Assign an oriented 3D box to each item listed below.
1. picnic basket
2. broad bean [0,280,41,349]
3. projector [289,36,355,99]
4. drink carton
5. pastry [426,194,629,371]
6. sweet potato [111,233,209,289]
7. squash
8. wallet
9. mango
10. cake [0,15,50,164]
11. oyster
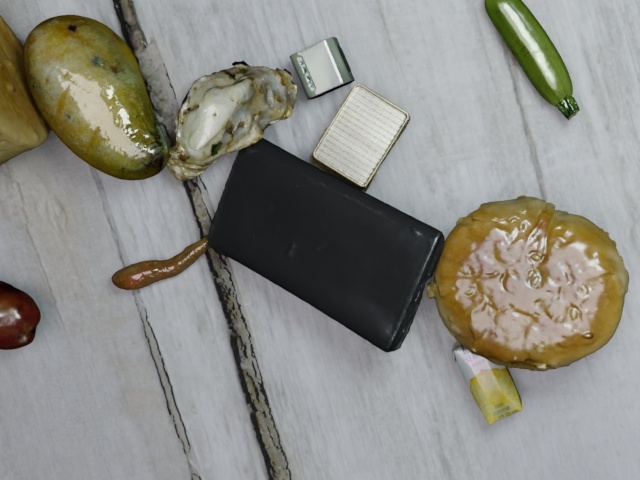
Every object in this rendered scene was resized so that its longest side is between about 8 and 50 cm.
[{"bbox_3d":[0.068,-0.175,1.825,0.115,0.079,0.164,32,90,3],"label":"picnic basket"},{"bbox_3d":[-0.628,0.130,1.971,0.229,0.156,0.122,14,97,1],"label":"broad bean"},{"bbox_3d":[0.003,-0.294,1.831,0.083,0.083,0.082,-22,95,12],"label":"projector"},{"bbox_3d":[0.278,0.214,1.864,0.084,0.074,0.200,-25,92,13],"label":"drink carton"},{"bbox_3d":[0.344,0.071,1.774,0.316,0.184,0.284,11,93,16],"label":"pastry"},{"bbox_3d":[-0.283,0.044,1.955,0.214,0.050,0.050,-21,94,8],"label":"sweet potato"},{"bbox_3d":[0.354,-0.313,1.775,0.066,0.066,0.252,-33,92,13],"label":"squash"},{"bbox_3d":[0.000,0.000,1.821,0.406,0.062,0.228,29,107,24],"label":"wallet"},{"bbox_3d":[-0.388,-0.243,1.863,0.177,0.176,0.329,-27,93,45],"label":"mango"},{"bbox_3d":[-0.677,-0.237,1.843,0.321,0.332,0.332,-26,93,14],"label":"cake"},{"bbox_3d":[-0.146,-0.208,1.840,0.294,0.094,0.166,-12,79,33],"label":"oyster"}]
